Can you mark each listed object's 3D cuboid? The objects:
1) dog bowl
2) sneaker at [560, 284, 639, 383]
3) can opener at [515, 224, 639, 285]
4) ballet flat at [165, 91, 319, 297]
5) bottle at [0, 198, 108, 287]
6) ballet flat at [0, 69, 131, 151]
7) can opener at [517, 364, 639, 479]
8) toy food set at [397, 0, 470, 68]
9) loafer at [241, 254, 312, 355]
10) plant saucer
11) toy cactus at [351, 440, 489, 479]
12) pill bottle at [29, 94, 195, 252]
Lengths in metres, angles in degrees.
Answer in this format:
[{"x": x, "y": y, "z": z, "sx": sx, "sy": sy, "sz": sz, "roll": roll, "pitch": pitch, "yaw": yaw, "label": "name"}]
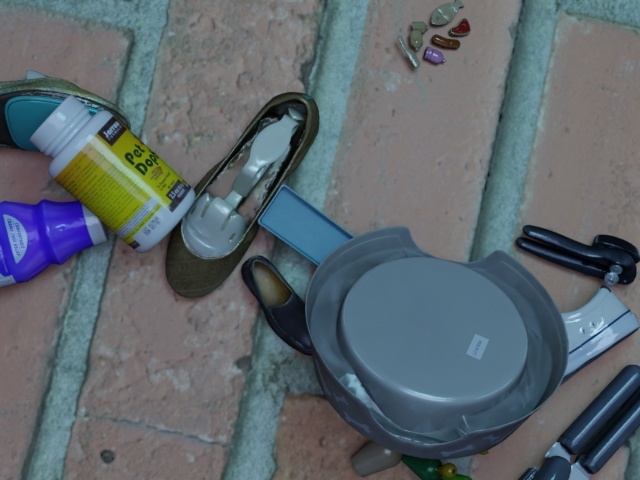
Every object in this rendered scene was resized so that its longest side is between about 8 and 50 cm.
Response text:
[{"x": 0.146, "y": 0.136, "z": 1.330, "sx": 0.348, "sy": 0.102, "sz": 0.349, "roll": 5, "pitch": 46, "yaw": -5, "label": "dog bowl"}, {"x": 0.334, "y": 0.158, "z": 1.439, "sx": 0.258, "sy": 0.094, "sz": 0.091, "roll": -30, "pitch": 70, "yaw": -12, "label": "sneaker"}, {"x": 0.380, "y": 0.022, "z": 1.472, "sx": 0.186, "sy": 0.073, "sz": 0.059, "roll": 13, "pitch": 122, "yaw": 0, "label": "can opener"}, {"x": -0.111, "y": -0.073, "z": 1.402, "sx": 0.116, "sy": 0.124, "sz": 0.342, "roll": 37, "pitch": 83, "yaw": 0, "label": "ballet flat"}, {"x": -0.441, "y": 0.007, "z": 1.383, "sx": 0.282, "sy": 0.092, "sz": 0.118, "roll": -14, "pitch": 88, "yaw": -6, "label": "bottle"}, {"x": -0.445, "y": -0.187, "z": 1.404, "sx": 0.348, "sy": 0.123, "sz": 0.123, "roll": -5, "pitch": 84, "yaw": -7, "label": "ballet flat"}, {"x": 0.384, "y": 0.297, "z": 1.415, "sx": 0.076, "sy": 0.095, "sz": 0.283, "roll": 45, "pitch": 83, "yaw": 1, "label": "can opener"}, {"x": 0.177, "y": -0.307, "z": 1.504, "sx": 0.122, "sy": 0.019, "sz": 0.078, "roll": -30, "pitch": 87, "yaw": -15, "label": "toy food set"}, {"x": -0.054, "y": 0.094, "z": 1.420, "sx": 0.062, "sy": 0.061, "sz": 0.170, "roll": -40, "pitch": 89, "yaw": -8, "label": "loafer"}, {"x": 0.000, "y": 0.000, "z": 1.428, "sx": 0.192, "sy": 0.018, "sz": 0.067, "roll": 36, "pitch": 82, "yaw": -20, "label": "plant saucer"}, {"x": 0.127, "y": 0.272, "z": 1.409, "sx": 0.180, "sy": 0.112, "sz": 0.219, "roll": -31, "pitch": 89, "yaw": 12, "label": "toy cactus"}, {"x": -0.280, "y": -0.092, "z": 1.338, "sx": 0.215, "sy": 0.117, "sz": 0.117, "roll": 43, "pitch": 82, "yaw": -14, "label": "pill bottle"}]
